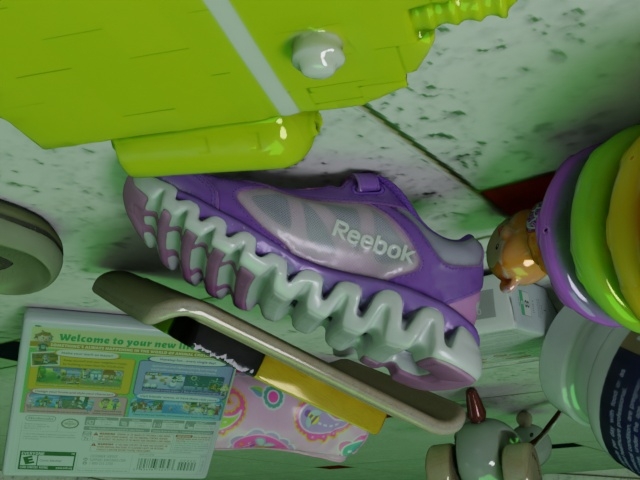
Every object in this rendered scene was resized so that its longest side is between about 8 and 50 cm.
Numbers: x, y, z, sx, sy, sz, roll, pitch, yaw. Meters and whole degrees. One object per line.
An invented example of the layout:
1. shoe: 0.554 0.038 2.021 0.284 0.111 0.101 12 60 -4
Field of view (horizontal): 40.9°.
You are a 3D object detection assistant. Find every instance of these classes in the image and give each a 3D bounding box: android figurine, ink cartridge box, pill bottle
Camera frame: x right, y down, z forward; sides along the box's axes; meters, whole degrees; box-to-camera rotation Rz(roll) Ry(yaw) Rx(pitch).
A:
1. android figurine: -0.069 -0.092 0.311 0.273 0.056 0.248 -4 160 13
2. ink cartridge box: 0.143 0.087 0.823 0.181 0.056 0.225 -14 162 32
3. pill bottle: 0.303 0.129 0.653 0.153 0.153 0.265 12 -173 -32

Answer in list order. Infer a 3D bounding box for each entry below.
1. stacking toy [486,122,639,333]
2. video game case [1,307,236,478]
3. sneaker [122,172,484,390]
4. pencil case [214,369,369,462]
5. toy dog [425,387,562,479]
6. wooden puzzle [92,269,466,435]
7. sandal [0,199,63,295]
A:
1. stacking toy: 0.185 -0.005 0.458 0.166 0.175 0.302 30 165 -22
2. video game case: -0.199 0.161 0.867 0.213 0.023 0.193 7 116 -20
3. sneaker: 0.000 0.000 0.520 0.236 0.104 0.095 26 160 -6
4. pencil case: -0.086 0.198 1.009 0.284 0.124 0.124 7 158 -23
5. toy dog: 0.267 0.294 1.305 0.220 0.160 0.334 -6 174 6
6. wooden puzzle: -0.043 0.085 0.639 0.239 0.044 0.221 24 173 -23
7. sandal: -0.290 0.002 0.507 0.120 0.086 0.303 -19 153 41
